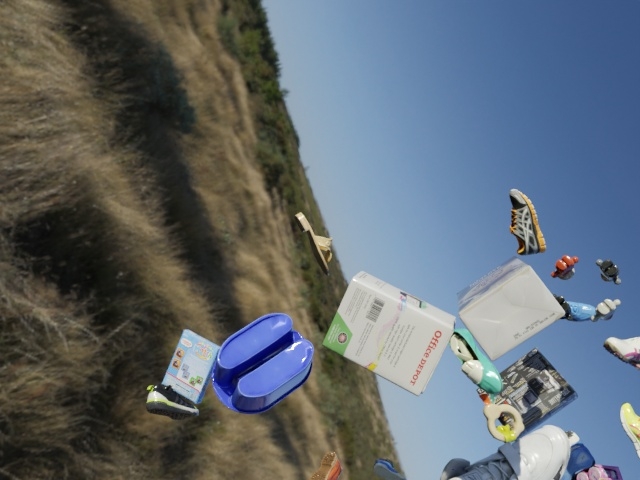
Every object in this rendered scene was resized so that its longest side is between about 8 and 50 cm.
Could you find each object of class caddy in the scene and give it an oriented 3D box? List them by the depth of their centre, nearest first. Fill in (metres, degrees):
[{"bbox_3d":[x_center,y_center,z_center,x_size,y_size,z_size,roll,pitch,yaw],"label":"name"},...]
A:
[{"bbox_3d":[-0.179,0.390,1.995,0.241,0.341,0.179,49,-28,21],"label":"caddy"}]

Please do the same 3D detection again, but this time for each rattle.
[{"bbox_3d":[0.609,0.605,2.214,0.199,0.130,0.143,47,4,3],"label":"rattle"}]

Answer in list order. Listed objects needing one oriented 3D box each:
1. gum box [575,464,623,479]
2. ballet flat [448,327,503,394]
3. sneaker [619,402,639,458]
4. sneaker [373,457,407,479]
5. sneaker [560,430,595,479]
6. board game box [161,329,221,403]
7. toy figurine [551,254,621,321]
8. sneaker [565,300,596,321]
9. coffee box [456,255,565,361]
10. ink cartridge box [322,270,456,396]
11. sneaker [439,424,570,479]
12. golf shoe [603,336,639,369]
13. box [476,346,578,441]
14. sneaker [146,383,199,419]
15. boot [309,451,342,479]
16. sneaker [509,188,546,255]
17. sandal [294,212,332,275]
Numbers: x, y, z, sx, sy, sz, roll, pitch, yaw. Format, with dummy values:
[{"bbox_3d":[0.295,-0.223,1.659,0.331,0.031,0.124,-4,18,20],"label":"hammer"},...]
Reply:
[{"bbox_3d":[0.923,0.822,2.141,0.188,0.107,0.062,121,-26,-44],"label":"gum box"},{"bbox_3d":[0.436,0.353,1.842,0.083,0.087,0.247,-67,-151,30],"label":"ballet flat"},{"bbox_3d":[0.992,0.588,1.919,0.082,0.094,0.208,5,56,-51],"label":"sneaker"},{"bbox_3d":[0.249,0.804,2.164,0.152,0.058,0.084,33,9,4],"label":"sneaker"},{"bbox_3d":[0.714,0.749,1.964,0.147,0.330,0.130,46,26,16],"label":"sneaker"},{"bbox_3d":[-0.456,0.446,2.240,0.211,0.160,0.039,-68,158,3],"label":"board game box"},{"bbox_3d":[0.852,0.159,2.031,0.148,0.210,0.212,40,55,-63],"label":"toy figurine"},{"bbox_3d":[0.898,0.253,2.310,0.082,0.210,0.069,32,67,-57],"label":"sneaker"},{"bbox_3d":[0.389,0.133,1.335,0.118,0.168,0.297,54,10,5],"label":"coffee box"},{"bbox_3d":[0.177,0.232,1.601,0.201,0.278,0.117,-67,167,13],"label":"ink cartridge box"},{"bbox_3d":[0.437,0.577,1.540,0.210,0.366,0.137,34,17,-44],"label":"sneaker"},{"bbox_3d":[0.792,0.273,1.606,0.186,0.085,0.067,24,10,-31],"label":"golf shoe"},{"bbox_3d":[0.822,0.612,2.522,0.242,0.308,0.076,54,2,42],"label":"box"},{"bbox_3d":[-0.469,0.512,2.025,0.234,0.084,0.097,45,32,-56],"label":"sneaker"},{"bbox_3d":[0.019,0.785,2.073,0.059,0.158,0.084,1,-53,42],"label":"boot"},{"bbox_3d":[0.609,-0.051,1.905,0.084,0.083,0.214,-54,123,-84],"label":"sneaker"},{"bbox_3d":[0.002,0.000,2.172,0.239,0.079,0.088,62,-14,-9],"label":"sandal"}]
